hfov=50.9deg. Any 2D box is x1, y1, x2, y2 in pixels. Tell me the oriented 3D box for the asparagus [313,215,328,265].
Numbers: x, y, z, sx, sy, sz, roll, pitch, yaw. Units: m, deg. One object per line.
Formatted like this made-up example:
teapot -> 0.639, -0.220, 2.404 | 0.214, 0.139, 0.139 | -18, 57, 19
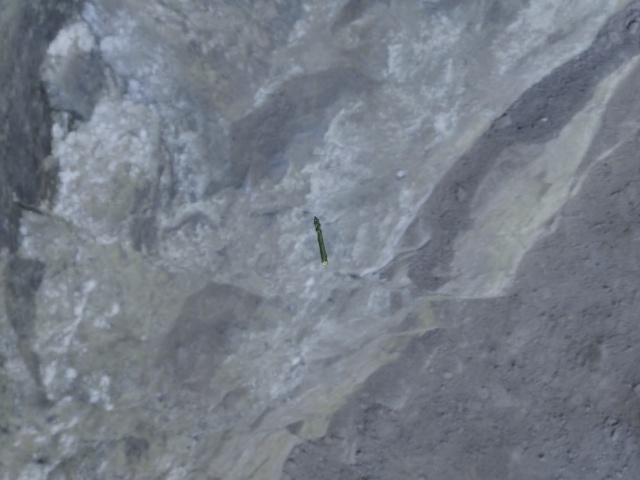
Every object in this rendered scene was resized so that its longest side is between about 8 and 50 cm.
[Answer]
asparagus -> 0.000, 0.000, 1.288 | 0.015, 0.014, 0.114 | 89, 171, -51
